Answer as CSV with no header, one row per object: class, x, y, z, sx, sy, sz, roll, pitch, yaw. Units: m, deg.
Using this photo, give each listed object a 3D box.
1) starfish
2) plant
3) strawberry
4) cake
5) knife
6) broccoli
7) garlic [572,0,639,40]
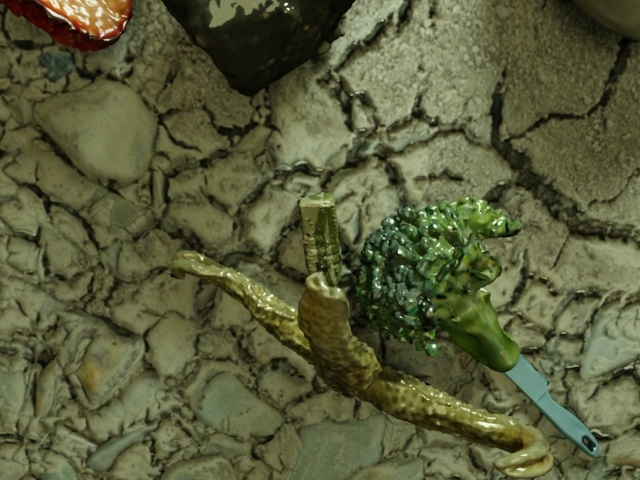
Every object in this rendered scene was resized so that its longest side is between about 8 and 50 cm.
starfish,0.025,0.127,0.498,0.432,0.324,0.082,35,76,-13
plant,-0.033,-0.294,0.449,0.276,0.188,0.199,-41,98,8
strawberry,-0.322,-0.300,0.470,0.111,0.190,0.236,-16,121,41
cake,0.000,0.000,0.594,0.051,0.055,0.139,-8,120,-2
knife,0.326,0.224,0.661,0.313,0.019,0.044,44,89,-10
broccoli,0.175,0.049,0.559,0.275,0.177,0.198,21,90,-28
garlic,0.340,-0.322,0.498,0.318,0.112,0.143,43,74,-4
